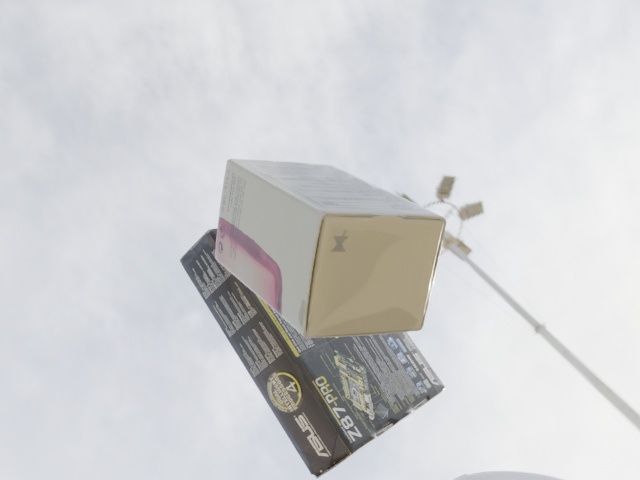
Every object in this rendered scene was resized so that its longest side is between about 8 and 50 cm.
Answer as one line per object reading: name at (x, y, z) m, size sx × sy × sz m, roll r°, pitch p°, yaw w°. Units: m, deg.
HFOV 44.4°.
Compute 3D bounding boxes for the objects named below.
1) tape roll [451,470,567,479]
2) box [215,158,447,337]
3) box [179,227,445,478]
tape roll at (0.275, 0.436, 1.056) m, size 0.246 × 0.246 × 0.169 m, roll -2°, pitch -82°, yaw -21°
box at (0.000, 0.000, 0.847) m, size 0.148 × 0.232 × 0.127 m, roll 1°, pitch -72°, yaw -30°
box at (-0.001, 0.141, 1.271) m, size 0.097 × 0.395 × 0.318 m, roll -42°, pitch -15°, yaw 29°
